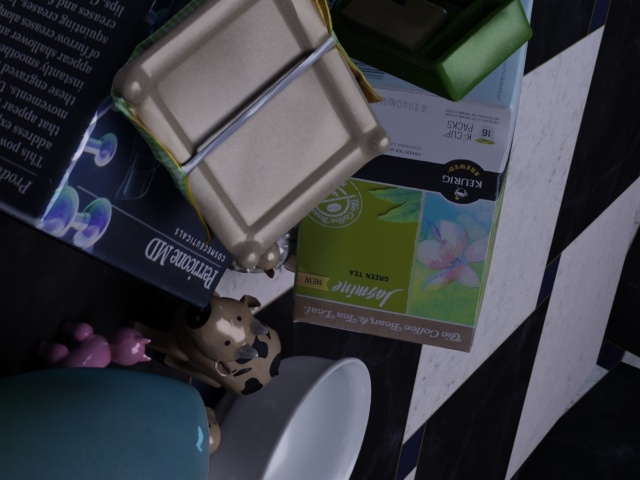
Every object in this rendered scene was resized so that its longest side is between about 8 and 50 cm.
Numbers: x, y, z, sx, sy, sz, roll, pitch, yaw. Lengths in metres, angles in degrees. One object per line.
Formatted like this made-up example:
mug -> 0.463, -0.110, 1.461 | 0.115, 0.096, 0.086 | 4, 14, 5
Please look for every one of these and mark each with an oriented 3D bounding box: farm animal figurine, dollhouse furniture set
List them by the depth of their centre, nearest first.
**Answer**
dollhouse furniture set -> -0.022, -0.153, 0.998 | 0.301, 0.151, 0.198 | -41, 131, -11
farm animal figurine -> -0.131, 0.115, 1.418 | 0.326, 0.172, 0.330 | 10, 101, -67

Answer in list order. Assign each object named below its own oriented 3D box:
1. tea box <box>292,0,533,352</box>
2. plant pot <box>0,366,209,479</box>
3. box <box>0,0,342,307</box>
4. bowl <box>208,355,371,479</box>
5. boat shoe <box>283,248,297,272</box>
tea box -> 0.111, -0.103, 1.595 | 0.329, 0.219, 0.324 | -69, 166, -56
plant pot -> -0.246, 0.227, 1.138 | 0.290, 0.195, 0.290 | -48, -150, 40
box -> -0.138, -0.187, 1.069 | 0.396, 0.212, 0.293 | -63, 158, -3
bowl -> -0.063, 0.265, 1.751 | 0.298, 0.134, 0.298 | -48, 150, -39
boat shoe -> 0.000, 0.000, 1.762 | 0.170, 0.063, 0.059 | -38, 141, -66
